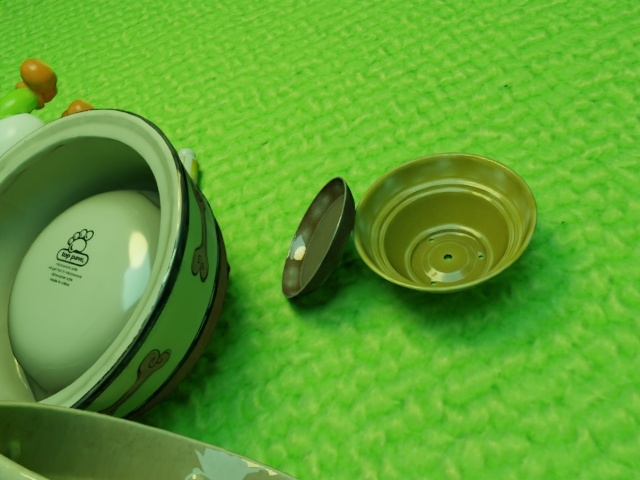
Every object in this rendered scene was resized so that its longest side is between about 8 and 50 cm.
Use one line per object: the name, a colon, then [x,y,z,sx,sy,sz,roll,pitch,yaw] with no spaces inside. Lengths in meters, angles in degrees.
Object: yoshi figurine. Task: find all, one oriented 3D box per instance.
yoshi figurine: [-0.537,-0.137,1.091,0.203,0.203,0.362,22,63,25]

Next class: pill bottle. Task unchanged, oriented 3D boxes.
pill bottle: [-0.218,-0.110,1.057,0.043,0.043,0.083,-11,47,8]

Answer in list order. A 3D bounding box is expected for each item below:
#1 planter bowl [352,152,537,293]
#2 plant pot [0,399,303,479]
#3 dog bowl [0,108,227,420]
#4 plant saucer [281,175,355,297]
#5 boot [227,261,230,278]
planter bowl: [0.153,-0.002,0.809,0.217,0.090,0.217,-9,49,10]
plant pot: [-0.155,0.316,0.479,0.333,0.334,0.306,12,77,27]
dog bowl: [-0.294,0.049,0.810,0.407,0.150,0.408,-12,61,23]
plant saucer: [0.000,0.000,0.840,0.029,0.168,0.169,25,50,-16]
boot: [-0.183,-0.019,0.942,0.219,0.082,0.106,25,64,36]
